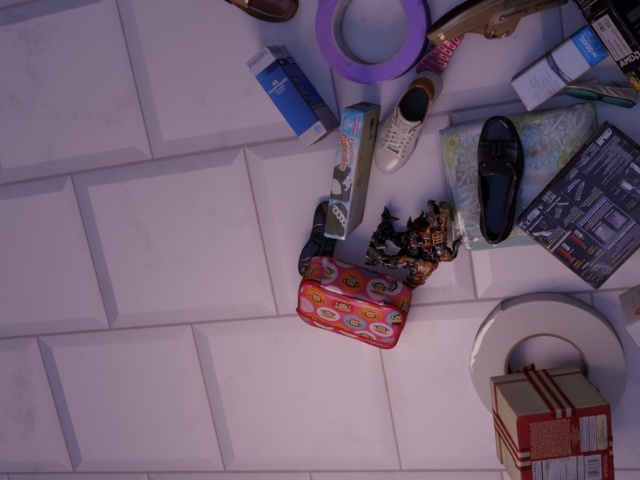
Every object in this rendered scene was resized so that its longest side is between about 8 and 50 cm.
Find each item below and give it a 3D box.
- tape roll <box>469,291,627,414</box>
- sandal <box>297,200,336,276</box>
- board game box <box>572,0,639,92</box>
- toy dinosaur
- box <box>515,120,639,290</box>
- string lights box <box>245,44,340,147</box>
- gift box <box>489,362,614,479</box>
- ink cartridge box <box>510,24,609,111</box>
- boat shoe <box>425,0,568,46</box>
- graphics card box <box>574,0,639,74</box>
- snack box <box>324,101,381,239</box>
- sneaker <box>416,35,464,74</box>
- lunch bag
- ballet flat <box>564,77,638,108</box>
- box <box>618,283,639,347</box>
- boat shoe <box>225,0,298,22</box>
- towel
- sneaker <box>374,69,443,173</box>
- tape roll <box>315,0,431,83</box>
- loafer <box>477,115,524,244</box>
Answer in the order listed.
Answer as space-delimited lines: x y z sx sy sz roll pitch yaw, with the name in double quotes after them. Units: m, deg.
0.583 0.323 1.919 0.392 0.072 0.392 5 107 16 "tape roll"
0.000 0.000 2.023 0.090 0.060 0.219 12 94 8 "sandal"
0.673 -0.467 1.648 0.260 0.136 0.030 55 157 -2 "board game box"
0.235 0.030 1.900 0.218 0.164 0.322 19 109 7 "toy dinosaur"
0.640 -0.078 1.693 0.242 0.076 0.307 40 111 5 "box"
-0.066 -0.371 1.895 0.076 0.133 0.260 -35 92 23 "string lights box"
0.568 0.458 1.792 0.276 0.258 0.255 -4 103 -2 "gift box"
0.540 -0.394 1.692 0.203 0.148 0.086 -35 94 22 "ink cartridge box"
0.404 -0.509 1.674 0.341 0.122 0.110 -26 109 -2 "boat shoe"
0.646 -0.571 1.580 0.232 0.094 0.371 -37 92 -17 "graphics card box"
0.082 -0.179 1.874 0.060 0.187 0.322 13 108 14 "snack box"
0.293 -0.466 1.801 0.063 0.075 0.170 27 135 -10 "sneaker"
0.084 0.175 1.971 0.293 0.120 0.258 18 146 7 "lunch bag"
0.654 -0.350 1.729 0.168 0.057 0.052 16 81 9 "ballet flat"
0.888 0.142 1.695 0.345 0.215 0.168 -35 93 23 "box"
-0.210 -0.644 1.874 0.324 0.116 0.123 27 111 9 "boat shoe"
0.489 -0.148 1.809 0.374 0.090 0.321 -7 103 19 "towel"
0.197 -0.280 1.834 0.106 0.123 0.290 29 123 9 "sneaker"
0.129 -0.524 1.817 0.274 0.090 0.275 5 107 17 "tape roll"
0.418 -0.137 1.738 0.109 0.095 0.303 2 104 17 "loafer"
